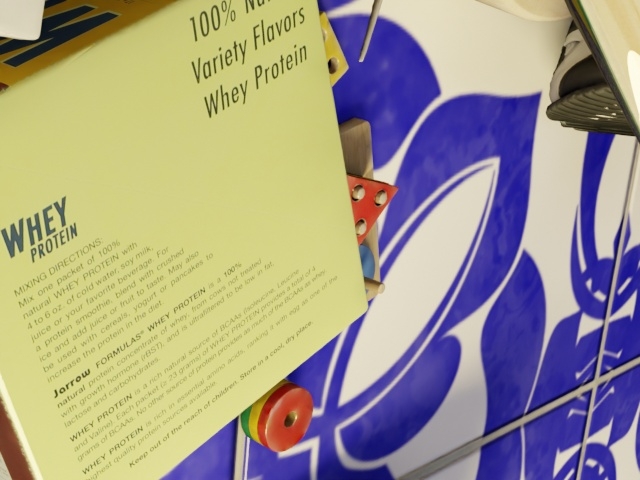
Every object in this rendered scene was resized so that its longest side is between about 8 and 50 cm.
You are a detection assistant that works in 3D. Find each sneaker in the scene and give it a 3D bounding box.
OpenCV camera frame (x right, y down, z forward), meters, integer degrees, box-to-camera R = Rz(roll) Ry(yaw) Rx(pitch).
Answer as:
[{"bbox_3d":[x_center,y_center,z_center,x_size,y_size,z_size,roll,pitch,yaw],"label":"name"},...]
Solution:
[{"bbox_3d":[0.225,-0.146,0.795,0.330,0.123,0.146,-44,142,-81],"label":"sneaker"}]

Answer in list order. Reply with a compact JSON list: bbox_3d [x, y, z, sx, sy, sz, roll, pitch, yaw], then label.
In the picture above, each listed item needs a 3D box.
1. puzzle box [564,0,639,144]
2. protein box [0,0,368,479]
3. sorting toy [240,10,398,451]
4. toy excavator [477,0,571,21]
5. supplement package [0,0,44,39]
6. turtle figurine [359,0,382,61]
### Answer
[{"bbox_3d":[0.082,-0.226,0.492,0.052,0.272,0.409,-25,119,14],"label":"puzzle box"},{"bbox_3d":[-0.103,-0.017,0.513,0.200,0.136,0.201,-36,131,-33],"label":"protein box"},{"bbox_3d":[0.000,0.000,0.713,0.132,0.046,0.274,-30,127,-38],"label":"sorting toy"},{"bbox_3d":[0.221,-0.411,0.700,0.445,0.222,0.433,-32,130,-20],"label":"toy excavator"},{"bbox_3d":[-0.173,-0.221,0.308,0.175,0.177,0.292,-2,108,-48],"label":"supplement package"},{"bbox_3d":[-0.025,-0.209,0.537,0.175,0.118,0.234,5,86,-68],"label":"turtle figurine"}]
